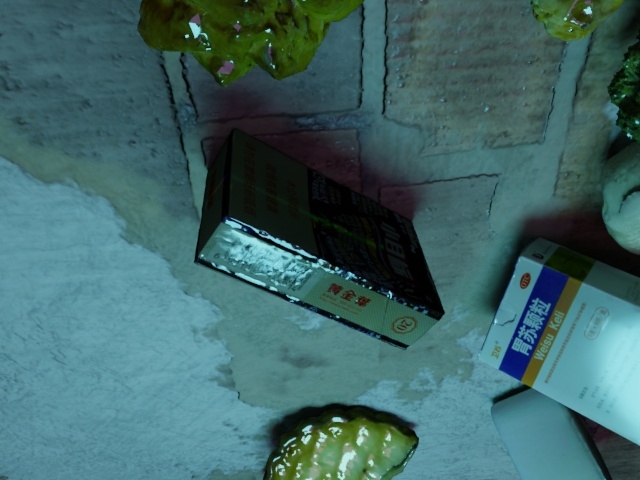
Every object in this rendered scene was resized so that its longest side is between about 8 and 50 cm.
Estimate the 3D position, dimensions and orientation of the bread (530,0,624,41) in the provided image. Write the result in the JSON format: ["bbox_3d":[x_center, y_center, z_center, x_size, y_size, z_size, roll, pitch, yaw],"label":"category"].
[{"bbox_3d":[0.358,-0.360,0.525,0.077,0.084,0.367,-9,146,-53],"label":"bread"}]

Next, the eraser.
[{"bbox_3d":[0.479,0.436,1.094,0.150,0.331,0.331,-28,126,19],"label":"eraser"}]

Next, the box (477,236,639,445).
[{"bbox_3d":[0.414,0.150,0.796,0.299,0.106,0.200,26,121,26],"label":"box"}]

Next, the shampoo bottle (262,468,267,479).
[{"bbox_3d":[0.006,0.581,1.231,0.284,0.101,0.101,30,120,-26],"label":"shampoo bottle"}]

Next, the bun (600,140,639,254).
[{"bbox_3d":[0.504,-0.068,0.721,0.239,0.141,0.239,10,156,5],"label":"bun"}]

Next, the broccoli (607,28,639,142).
[{"bbox_3d":[0.477,-0.198,0.537,0.283,0.321,0.303,-3,108,-55],"label":"broccoli"}]

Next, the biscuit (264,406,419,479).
[{"bbox_3d":[0.055,0.489,1.121,0.335,0.078,0.329,-19,107,-11],"label":"biscuit"}]

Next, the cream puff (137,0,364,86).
[{"bbox_3d":[-0.069,-0.261,0.511,0.244,0.196,0.244,18,136,18],"label":"cream puff"}]

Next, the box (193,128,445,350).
[{"bbox_3d":[0.000,0.000,0.699,0.310,0.198,0.084,25,122,-24],"label":"box"}]
